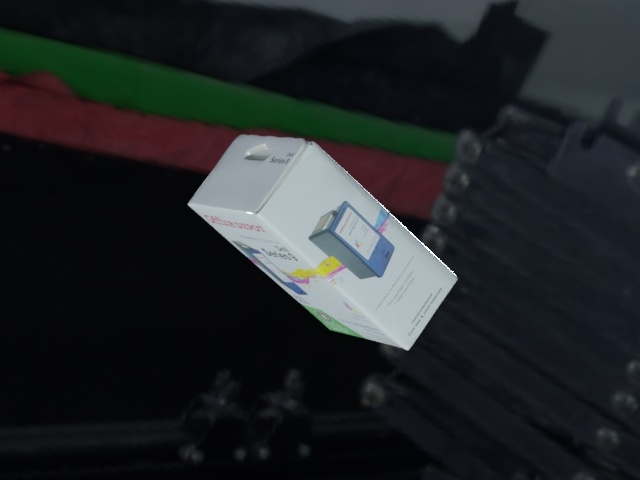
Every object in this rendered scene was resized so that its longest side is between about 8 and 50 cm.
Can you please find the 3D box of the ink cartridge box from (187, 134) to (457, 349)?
[{"bbox_3d":[0.000,0.000,1.296,0.212,0.093,0.154,44,163,-26],"label":"ink cartridge box"}]
